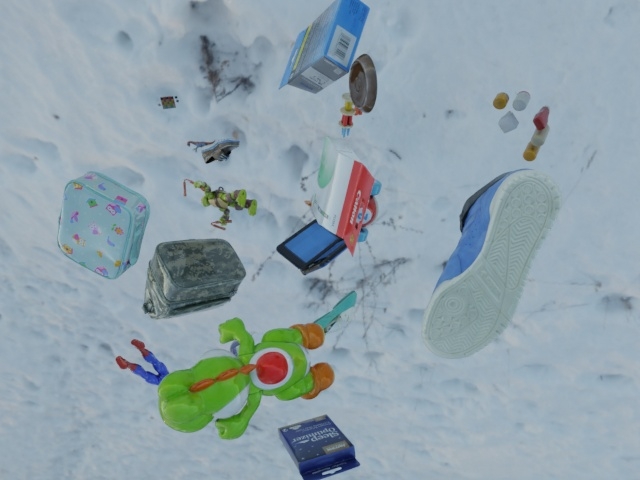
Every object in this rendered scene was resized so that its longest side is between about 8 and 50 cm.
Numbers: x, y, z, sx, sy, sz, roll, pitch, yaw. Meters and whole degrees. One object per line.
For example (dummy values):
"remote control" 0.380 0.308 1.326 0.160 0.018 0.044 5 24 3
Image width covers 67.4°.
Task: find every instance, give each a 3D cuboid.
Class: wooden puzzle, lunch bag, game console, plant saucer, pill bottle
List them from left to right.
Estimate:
"lunch bag" -0.602 -0.035 1.340 0.224 0.108 0.279 26 122 -2
"wooden puzzle" -0.585 -0.530 1.844 0.083 0.006 0.049 -8 136 -7
"lunch bag" -0.441 0.148 1.662 0.305 0.212 0.256 -8 145 -45
"pill bottle" -0.249 0.374 1.692 0.094 0.094 0.169 31 144 -18
"game console" 0.000 0.000 2.069 0.173 0.293 0.250 55 146 -5
"plant saucer" 0.119 -0.457 1.405 0.029 0.168 0.168 -9 140 -16

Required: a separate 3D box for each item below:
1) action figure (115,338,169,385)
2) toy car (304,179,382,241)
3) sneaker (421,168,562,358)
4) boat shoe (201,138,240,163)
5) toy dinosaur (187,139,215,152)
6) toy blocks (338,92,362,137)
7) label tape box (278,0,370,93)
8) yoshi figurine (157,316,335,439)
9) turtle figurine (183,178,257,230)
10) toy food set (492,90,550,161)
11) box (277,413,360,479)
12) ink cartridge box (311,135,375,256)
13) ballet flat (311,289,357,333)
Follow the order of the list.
"action figure" -0.404 0.377 1.265 0.139 0.091 0.280 27 156 31
"toy car" 0.055 -0.114 1.630 0.210 0.238 0.219 34 122 36
"sneaker" 0.127 0.015 0.372 0.058 0.084 0.152 24 106 8
"boat shoe" -0.347 -0.312 1.692 0.183 0.066 0.066 -8 179 41
"toy dinosaur" -0.453 -0.358 1.796 0.082 0.090 0.047 33 158 -19
"toy blocks" 0.108 -0.427 1.600 0.054 0.123 0.148 31 141 21
"label tape box" 0.005 -0.632 1.603 0.106 0.240 0.334 23 168 -25
"yoshi figurine" -0.157 0.266 0.922 0.203 0.362 0.203 31 113 39
"turtle figurine" -0.323 -0.126 1.626 0.217 0.087 0.269 5 143 27
"toy food set" 0.617 -0.365 1.438 0.232 0.104 0.111 49 142 -15
"box" -0.008 0.489 1.145 0.136 0.225 0.036 -9 97 -19
"ink cartridge box" 0.039 -0.098 1.020 0.056 0.224 0.181 5 120 -14
"ballet flat" 0.069 0.292 1.838 0.247 0.087 0.083 -43 159 24
